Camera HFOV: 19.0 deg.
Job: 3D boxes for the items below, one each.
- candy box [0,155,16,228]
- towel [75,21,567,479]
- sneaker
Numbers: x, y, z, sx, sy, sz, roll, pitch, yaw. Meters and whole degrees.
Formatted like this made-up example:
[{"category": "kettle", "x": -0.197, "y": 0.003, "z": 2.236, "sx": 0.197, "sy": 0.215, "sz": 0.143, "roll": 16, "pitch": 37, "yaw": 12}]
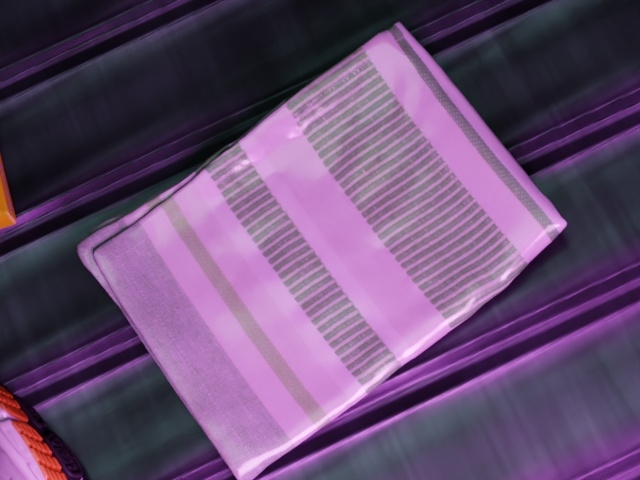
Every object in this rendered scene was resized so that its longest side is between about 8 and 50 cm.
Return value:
[{"category": "candy box", "x": -0.362, "y": -0.031, "z": 1.592, "sx": 0.206, "sy": 0.027, "sz": 0.105, "roll": -18, "pitch": 64, "yaw": 2}, {"category": "towel", "x": 0.000, "y": 0.000, "z": 1.512, "sx": 0.325, "sy": 0.038, "sz": 0.248, "roll": -36, "pitch": 68, "yaw": -5}, {"category": "sneaker", "x": -0.286, "y": 0.155, "z": 1.480, "sx": 0.121, "sy": 0.099, "sz": 0.262, "roll": -45, "pitch": 61, "yaw": -1}]
